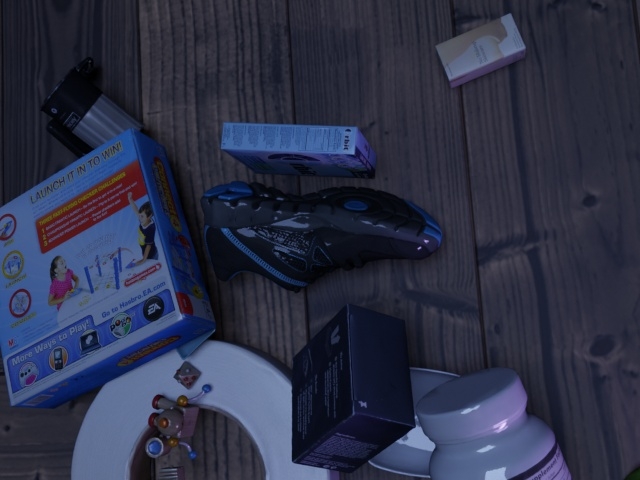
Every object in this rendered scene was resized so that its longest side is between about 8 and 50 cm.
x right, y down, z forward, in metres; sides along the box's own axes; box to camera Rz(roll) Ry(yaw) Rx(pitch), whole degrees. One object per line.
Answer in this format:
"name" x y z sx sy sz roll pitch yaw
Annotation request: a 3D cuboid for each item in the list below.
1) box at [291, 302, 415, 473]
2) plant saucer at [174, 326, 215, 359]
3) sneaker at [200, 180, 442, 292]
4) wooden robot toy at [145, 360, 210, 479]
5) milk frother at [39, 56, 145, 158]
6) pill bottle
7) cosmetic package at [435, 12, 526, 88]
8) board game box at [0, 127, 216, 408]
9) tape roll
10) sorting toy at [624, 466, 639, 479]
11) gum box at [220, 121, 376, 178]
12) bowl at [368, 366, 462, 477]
"box" 0.037 0.193 1.019 0.093 0.158 0.156 18 47 -23
"plant saucer" -0.218 0.080 1.142 0.067 0.018 0.192 -44 62 9
"sneaker" 0.000 0.000 1.127 0.340 0.125 0.140 6 112 11
"wooden robot toy" -0.207 0.250 1.070 0.076 0.079 0.174 10 85 14
"milk frother" -0.343 -0.206 1.231 0.134 0.129 0.143 40 60 -19
"pill bottle" 0.225 0.307 0.958 0.162 0.162 0.279 -22 93 10
"cosmetic package" 0.227 -0.269 1.128 0.115 0.041 0.060 -23 79 9
"board game box" -0.332 0.045 1.147 0.308 0.086 0.302 -27 67 17
"tape roll" -0.166 0.336 1.128 0.391 0.072 0.393 -2 82 13
"sorting toy" 0.434 0.378 0.981 0.126 0.127 0.366 33 91 -11
"gum box" -0.025 -0.124 1.109 0.184 0.157 0.041 4 83 14
"bowl" 0.135 0.245 1.077 0.141 0.053 0.142 5 83 14
